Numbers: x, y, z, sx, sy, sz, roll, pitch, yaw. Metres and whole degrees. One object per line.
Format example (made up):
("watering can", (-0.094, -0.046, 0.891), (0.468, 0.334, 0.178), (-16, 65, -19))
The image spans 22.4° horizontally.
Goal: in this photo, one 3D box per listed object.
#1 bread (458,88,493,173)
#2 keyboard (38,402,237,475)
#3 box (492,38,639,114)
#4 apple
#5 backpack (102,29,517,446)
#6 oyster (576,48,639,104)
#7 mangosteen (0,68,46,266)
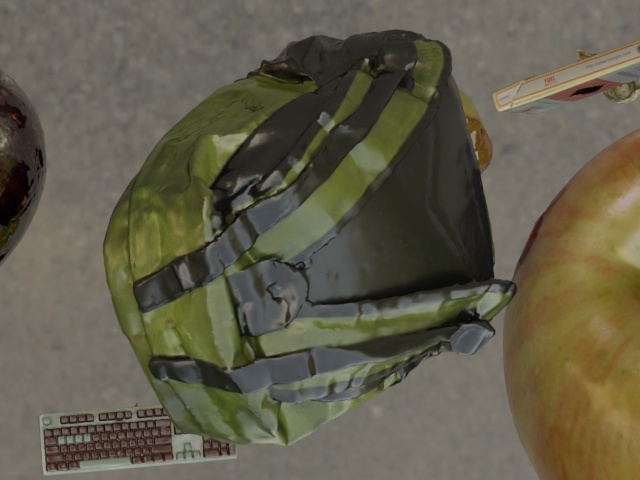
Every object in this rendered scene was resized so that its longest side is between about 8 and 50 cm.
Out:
("bread", (0.104, -0.090, 1.599), (0.125, 0.086, 0.156), (6, 142, -38))
("keyboard", (-0.152, 0.163, 1.363), (0.166, 0.055, 0.017), (-3, 168, -16))
("box", (0.125, -0.075, 0.740), (0.083, 0.012, 0.046), (-17, 174, 29))
("apple", (0.341, 0.103, 1.280), (0.391, 0.391, 0.346), (-20, 141, 19))
("backpack", (0.000, 0.000, 0.890), (0.140, 0.253, 0.207), (-4, 110, 41))
("oyster", (0.297, -0.164, 1.705), (0.081, 0.083, 0.038), (23, 129, 9))
("mangosteen", (-0.293, -0.060, 1.074), (0.192, 0.192, 0.217), (-25, 129, 23))
